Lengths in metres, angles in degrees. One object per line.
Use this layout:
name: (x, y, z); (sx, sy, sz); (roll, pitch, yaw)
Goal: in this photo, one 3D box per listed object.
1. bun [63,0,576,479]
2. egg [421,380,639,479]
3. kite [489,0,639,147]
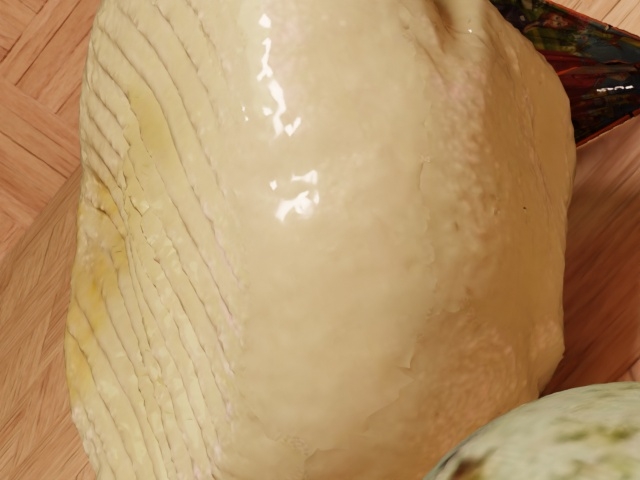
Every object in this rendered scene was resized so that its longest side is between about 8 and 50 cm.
bun: (0.000, 0.000, 0.824); (0.365, 0.219, 0.365); (2, 92, 63)
egg: (0.111, 0.127, 0.444); (0.231, 0.169, 0.169); (12, 66, 54)
kite: (0.124, -0.098, 0.890); (0.183, 0.241, 0.014); (-4, 67, 21)
